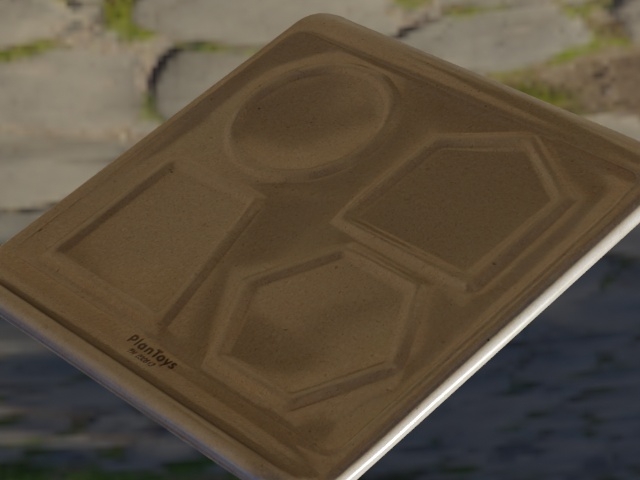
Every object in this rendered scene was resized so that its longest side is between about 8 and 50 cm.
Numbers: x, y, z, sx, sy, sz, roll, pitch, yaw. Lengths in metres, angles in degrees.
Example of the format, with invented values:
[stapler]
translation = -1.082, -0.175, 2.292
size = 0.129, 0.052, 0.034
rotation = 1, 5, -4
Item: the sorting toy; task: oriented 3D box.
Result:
[sorting toy]
translation = 0.000, 0.000, 0.700
size = 0.193, 0.208, 0.038
rotation = 28, 143, 40
